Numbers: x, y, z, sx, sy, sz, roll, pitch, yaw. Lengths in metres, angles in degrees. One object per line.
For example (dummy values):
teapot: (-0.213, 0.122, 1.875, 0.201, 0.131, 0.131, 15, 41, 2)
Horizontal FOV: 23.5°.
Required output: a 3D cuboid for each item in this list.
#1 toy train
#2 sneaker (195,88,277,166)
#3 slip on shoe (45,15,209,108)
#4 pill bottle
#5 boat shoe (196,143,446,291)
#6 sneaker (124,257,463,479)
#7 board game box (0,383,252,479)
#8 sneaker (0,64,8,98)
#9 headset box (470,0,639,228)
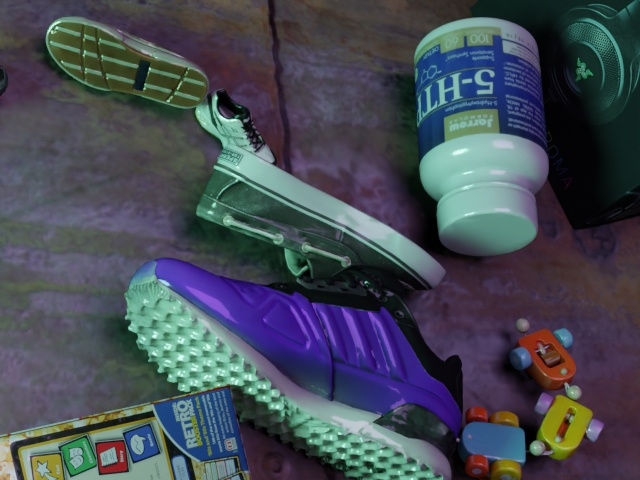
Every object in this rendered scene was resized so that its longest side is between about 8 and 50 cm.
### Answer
toy train: (0.159, 0.140, 1.273, 0.166, 0.046, 0.125, -24, 59, -29)
sneaker: (-0.065, -0.089, 1.259, 0.083, 0.037, 0.032, 42, 50, -7)
slip on shoe: (-0.154, -0.145, 1.235, 0.135, 0.051, 0.041, 15, 19, -14)
pill bottle: (0.139, -0.087, 1.332, 0.112, 0.112, 0.186, 12, 60, -25)
boat shoe: (0.000, 0.000, 1.237, 0.219, 0.078, 0.070, 27, 88, -23)
sneaker: (-0.009, 0.071, 1.165, 0.293, 0.102, 0.146, 34, 60, -22)
board game box: (-0.136, 0.189, 1.052, 0.194, 0.045, 0.146, -9, 81, -33)
sneaker: (-0.283, -0.123, 1.135, 0.119, 0.057, 0.047, -4, 66, -33)
headset box: (0.304, -0.184, 1.372, 0.131, 0.283, 0.246, -13, 74, -35)
